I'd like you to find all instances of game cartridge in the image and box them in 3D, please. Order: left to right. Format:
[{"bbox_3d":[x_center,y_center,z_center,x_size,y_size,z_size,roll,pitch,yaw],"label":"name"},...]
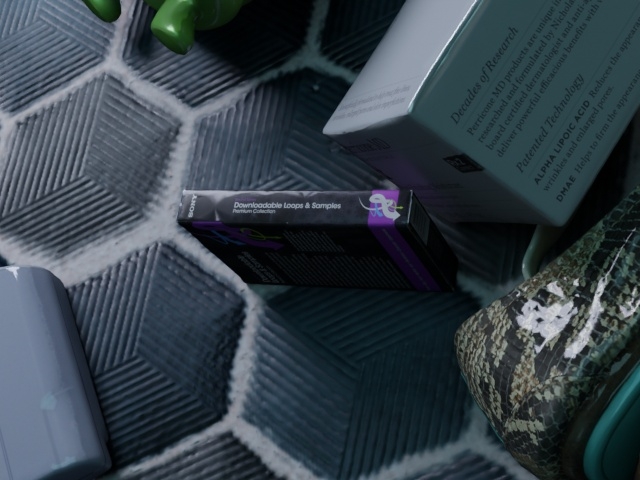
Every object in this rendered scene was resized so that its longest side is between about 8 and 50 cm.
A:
[{"bbox_3d":[-0.310,0.145,0.955,0.294,0.060,0.196,-28,58,9],"label":"game cartridge"}]

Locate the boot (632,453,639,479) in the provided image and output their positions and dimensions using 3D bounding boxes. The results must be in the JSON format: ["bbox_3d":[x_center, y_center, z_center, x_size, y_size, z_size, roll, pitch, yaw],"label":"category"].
[{"bbox_3d":[0.269,0.112,0.734,0.219,0.106,0.082,-15,58,-17],"label":"boot"}]

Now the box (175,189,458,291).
[{"bbox_3d":[0.000,0.000,0.853,0.162,0.116,0.029,0,67,21],"label":"box"}]

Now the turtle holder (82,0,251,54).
[{"bbox_3d":[-0.111,-0.299,0.980,0.227,0.243,0.320,-40,19,-14],"label":"turtle holder"}]

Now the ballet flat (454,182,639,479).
[{"bbox_3d":[0.263,-0.065,0.762,0.483,0.164,0.182,-45,50,3],"label":"ballet flat"}]

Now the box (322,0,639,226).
[{"bbox_3d":[0.116,-0.113,0.801,0.119,0.181,0.182,35,83,-13],"label":"box"}]
